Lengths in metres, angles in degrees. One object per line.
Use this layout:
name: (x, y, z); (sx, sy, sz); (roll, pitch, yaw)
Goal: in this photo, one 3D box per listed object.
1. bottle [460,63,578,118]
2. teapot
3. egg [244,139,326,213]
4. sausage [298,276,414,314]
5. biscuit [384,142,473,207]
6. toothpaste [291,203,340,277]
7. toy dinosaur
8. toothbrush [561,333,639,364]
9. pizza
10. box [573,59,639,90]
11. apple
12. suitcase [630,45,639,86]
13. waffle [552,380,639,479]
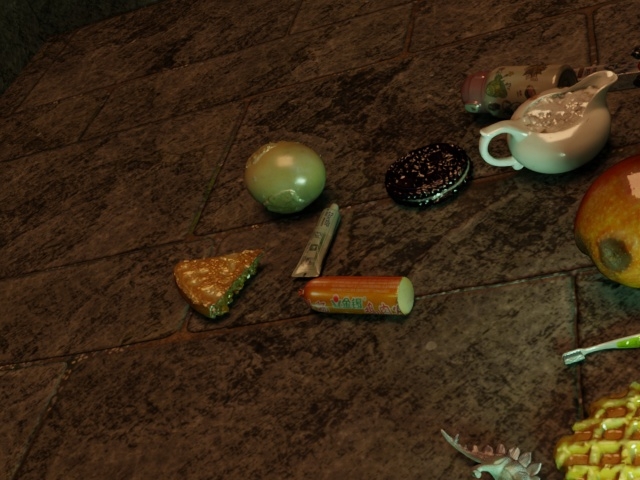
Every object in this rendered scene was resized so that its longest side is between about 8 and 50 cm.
bottle: (0.426, -0.323, 2.168); (0.253, 0.120, 0.120); (5, 43, 40)
teapot: (0.460, -0.223, 1.968); (0.298, 0.139, 0.204); (-29, 45, 1)
egg: (-0.080, -0.140, 2.207); (0.201, 0.164, 0.164); (1, 41, 39)
sausage: (0.058, 0.103, 1.852); (0.234, 0.071, 0.071); (-2, 39, 33)
biscuit: (0.229, -0.139, 2.097); (0.194, 0.053, 0.194); (-18, 34, 13)
toothpaste: (0.000, 0.000, 2.069); (0.064, 0.041, 0.218); (0, 44, 24)
toy dinosaur: (0.257, 0.327, 1.427); (0.082, 0.039, 0.209); (-38, 46, -25)
toothbrush: (0.504, 0.149, 1.536); (0.263, 0.022, 0.026); (-18, 19, 12)
pizza: (-0.199, 0.078, 2.072); (0.199, 0.062, 0.188); (-27, 45, -14)
box: (0.614, -0.352, 2.154); (0.218, 0.039, 0.055); (-4, 37, 28)
apple: (0.528, -0.023, 1.600); (0.230, 0.230, 0.230); (-17, 33, 12)
suitcase: (0.769, -0.382, 1.980); (0.235, 0.143, 0.194); (19, 53, 37)
waffle: (0.469, 0.290, 1.327); (0.300, 0.058, 0.282); (-22, 31, 8)
